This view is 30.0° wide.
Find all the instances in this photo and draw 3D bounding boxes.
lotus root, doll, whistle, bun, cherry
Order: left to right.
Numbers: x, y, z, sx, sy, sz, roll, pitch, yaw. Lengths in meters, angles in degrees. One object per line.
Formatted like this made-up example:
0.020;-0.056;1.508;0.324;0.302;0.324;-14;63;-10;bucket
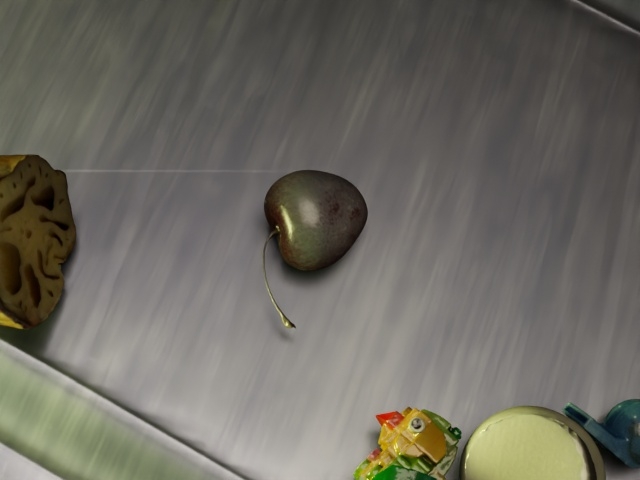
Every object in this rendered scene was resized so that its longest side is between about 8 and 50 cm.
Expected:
-0.417;0.005;1.457;0.180;0.199;0.188;-4;24;23;lotus root
0.004;-0.001;1.526;0.148;0.115;0.188;-8;72;-52;cherry
0.105;0.290;1.408;0.134;0.106;0.186;14;66;4;doll
0.254;0.283;1.422;0.172;0.120;0.173;-4;77;19;bun
0.379;0.227;1.468;0.158;0.090;0.090;41;64;-27;whistle
